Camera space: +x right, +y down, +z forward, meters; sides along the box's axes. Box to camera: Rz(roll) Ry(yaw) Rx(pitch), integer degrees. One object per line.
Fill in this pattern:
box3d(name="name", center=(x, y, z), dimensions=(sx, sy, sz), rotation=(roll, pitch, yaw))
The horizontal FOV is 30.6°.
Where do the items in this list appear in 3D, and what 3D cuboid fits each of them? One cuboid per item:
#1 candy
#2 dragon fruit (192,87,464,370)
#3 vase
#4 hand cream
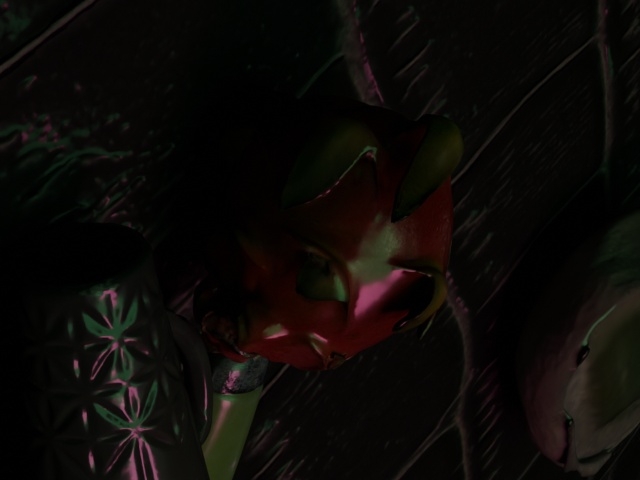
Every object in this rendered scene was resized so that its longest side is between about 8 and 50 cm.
box3d(name="candy", center=(0.403, 0.141, 1.632), dimensions=(0.386, 0.186, 0.427), rotation=(-36, 141, -25))
box3d(name="dragon fruit", center=(0.004, -0.004, 0.935), dimensions=(0.224, 0.224, 0.227), rotation=(45, 55, -57))
box3d(name="vase", center=(-0.154, 0.134, 0.879), dimensions=(0.251, 0.156, 0.301), rotation=(-48, 142, -52))
box3d(name="hand cream", center=(-0.094, 0.169, 1.070), dimensions=(0.095, 0.046, 0.175), rotation=(-11, 127, -53))
